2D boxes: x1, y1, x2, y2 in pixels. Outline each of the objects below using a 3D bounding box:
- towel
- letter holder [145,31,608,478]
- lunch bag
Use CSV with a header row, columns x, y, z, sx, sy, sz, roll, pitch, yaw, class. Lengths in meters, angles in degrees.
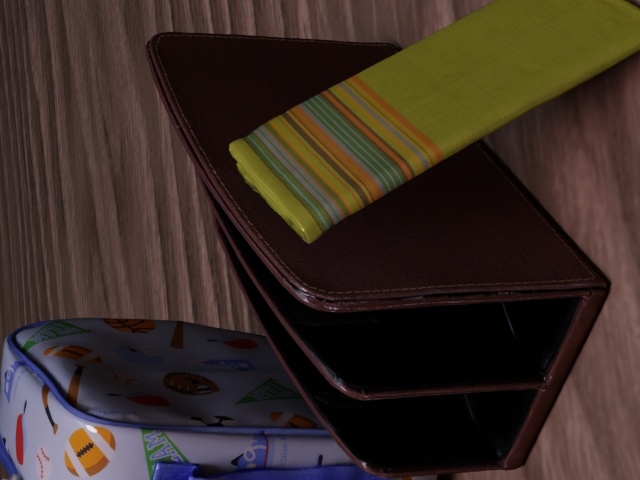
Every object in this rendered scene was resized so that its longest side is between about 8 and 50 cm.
x,y,z,sx,sy,sz,roll,pitch,yaw,class
0.070,-0.080,0.715,0.102,0.237,0.021,49,165,48,towel
0.000,0.000,0.834,0.302,0.214,0.152,57,137,46,letter holder
-0.075,0.139,0.884,0.243,0.303,0.115,27,110,59,lunch bag
